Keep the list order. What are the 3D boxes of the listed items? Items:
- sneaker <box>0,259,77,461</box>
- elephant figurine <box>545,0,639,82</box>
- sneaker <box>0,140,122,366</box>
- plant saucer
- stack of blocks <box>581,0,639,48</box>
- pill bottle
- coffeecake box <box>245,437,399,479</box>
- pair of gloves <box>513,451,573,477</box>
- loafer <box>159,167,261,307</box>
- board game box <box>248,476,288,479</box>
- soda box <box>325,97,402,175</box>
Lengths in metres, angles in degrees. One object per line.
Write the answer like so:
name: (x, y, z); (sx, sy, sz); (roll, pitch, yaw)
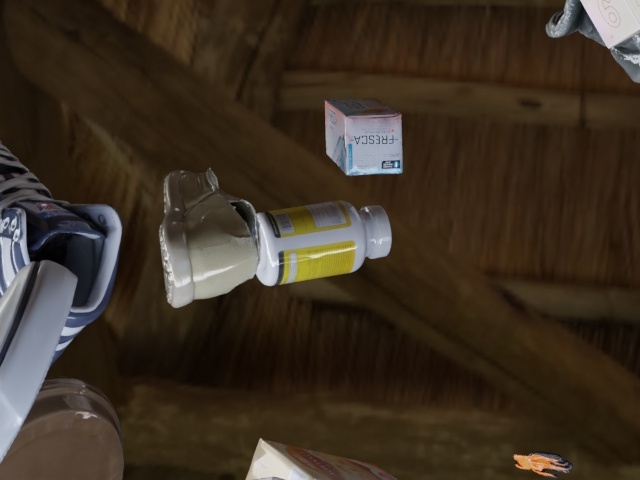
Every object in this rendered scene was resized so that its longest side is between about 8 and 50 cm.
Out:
sneaker: (-0.219, 0.108, 0.730); (0.091, 0.094, 0.258); (32, -117, -9)
elephant figurine: (0.336, -0.260, 1.529); (0.186, 0.239, 0.169); (-28, -96, -22)
sneaker: (-0.244, -0.036, 1.041); (0.099, 0.153, 0.282); (-10, -109, -45)
plant saucer: (-0.301, 0.270, 1.399); (0.041, 0.278, 0.278); (29, -128, 34)
stack of blocks: (0.268, -0.198, 0.945); (0.171, 0.087, 0.297); (-30, -90, -24)
pill bottle: (0.000, 0.000, 1.906); (0.184, 0.103, 0.103); (-9, -138, -19)
coffeecake box: (0.021, 0.318, 1.721); (0.185, 0.068, 0.142); (18, -177, -33)
pair of gloves: (0.272, 0.290, 1.658); (0.074, 0.083, 0.010); (3, -152, 32)
loafer: (-0.103, -0.003, 1.313); (0.092, 0.102, 0.268); (-3, -161, -3)
board game box: (-0.047, 0.302, 1.418); (0.193, 0.305, 0.053); (22, -114, -27)
soda box: (0.042, -0.110, 1.424); (0.058, 0.063, 0.183); (-3, -169, -5)
